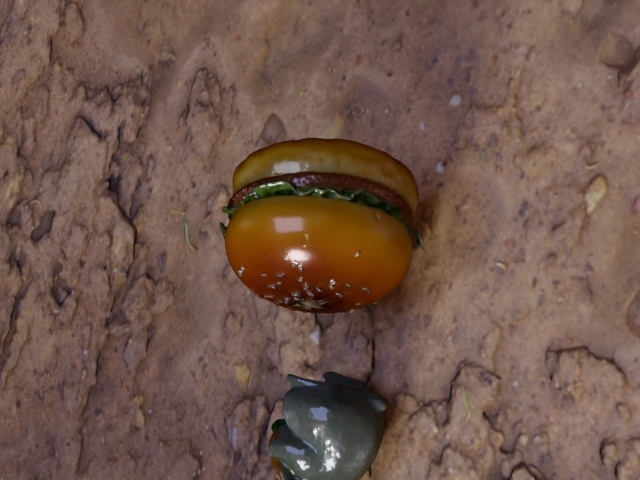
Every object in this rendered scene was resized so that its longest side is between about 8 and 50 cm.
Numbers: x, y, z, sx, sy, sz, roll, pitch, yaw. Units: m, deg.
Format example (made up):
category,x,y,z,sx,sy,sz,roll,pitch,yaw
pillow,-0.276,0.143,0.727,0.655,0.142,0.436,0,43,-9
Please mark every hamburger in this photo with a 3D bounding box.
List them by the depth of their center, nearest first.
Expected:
category,x,y,z,sx,sy,sz,roll,pitch,yaw
hamburger,0.001,-0.001,1.313,0.246,0.246,0.170,-14,58,35

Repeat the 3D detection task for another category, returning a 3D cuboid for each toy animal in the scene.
category,x,y,z,sx,sy,sz,roll,pitch,yaw
toy animal,-0.006,0.284,1.326,0.127,0.125,0.251,-164,85,-68
